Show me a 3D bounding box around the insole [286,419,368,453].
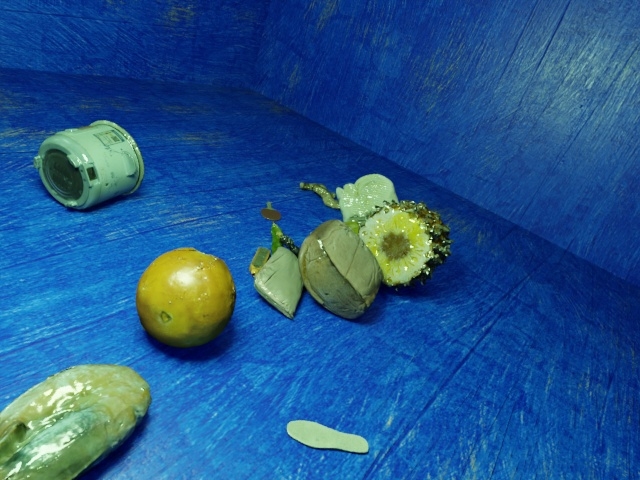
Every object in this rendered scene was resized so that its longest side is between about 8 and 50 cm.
[{"bbox_3d":[0.017,0.441,0.981,0.191,0.010,0.063,15,27,-9],"label":"insole"}]

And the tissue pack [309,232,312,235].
[{"bbox_3d":[0.000,0.000,1.761,0.083,0.042,0.062,8,27,-25],"label":"tissue pack"}]

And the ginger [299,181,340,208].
[{"bbox_3d":[0.024,-0.232,2.195,0.258,0.065,0.149,31,26,25],"label":"ginger"}]

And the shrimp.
[{"bbox_3d":[-0.478,0.340,0.736,0.221,0.110,0.445,20,22,13],"label":"shrimp"}]

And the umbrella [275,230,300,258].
[{"bbox_3d":[-0.108,0.016,1.589,0.144,0.040,0.037,45,49,-32],"label":"umbrella"}]

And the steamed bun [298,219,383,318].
[{"bbox_3d":[0.042,0.099,1.422,0.301,0.199,0.251,52,37,-10],"label":"steamed bun"}]

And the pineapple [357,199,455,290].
[{"bbox_3d":[0.327,0.012,1.655,0.352,0.353,0.300,37,24,29],"label":"pineapple"}]

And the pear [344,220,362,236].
[{"bbox_3d":[0.127,-0.029,1.832,0.131,0.107,0.107,8,29,-31],"label":"pear"}]

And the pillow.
[{"bbox_3d":[-0.112,0.126,1.404,0.173,0.067,0.270,39,27,-2],"label":"pillow"}]

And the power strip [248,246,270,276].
[{"bbox_3d":[-0.208,0.073,1.495,0.049,0.028,0.178,19,27,-4],"label":"power strip"}]

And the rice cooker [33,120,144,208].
[{"bbox_3d":[-0.751,-0.254,1.470,0.316,0.264,0.317,-9,21,4],"label":"rice cooker"}]

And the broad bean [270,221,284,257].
[{"bbox_3d":[-0.157,0.015,1.612,0.052,0.053,0.256,-14,36,1],"label":"broad bean"}]

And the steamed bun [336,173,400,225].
[{"bbox_3d":[0.221,-0.140,1.990,0.267,0.207,0.280,-15,58,-1],"label":"steamed bun"}]

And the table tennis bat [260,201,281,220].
[{"bbox_3d":[-0.215,-0.125,1.882,0.086,0.013,0.156,8,31,-19],"label":"table tennis bat"}]

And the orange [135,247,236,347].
[{"bbox_3d":[-0.320,0.138,1.062,0.239,0.240,0.240,16,27,-8],"label":"orange"}]
